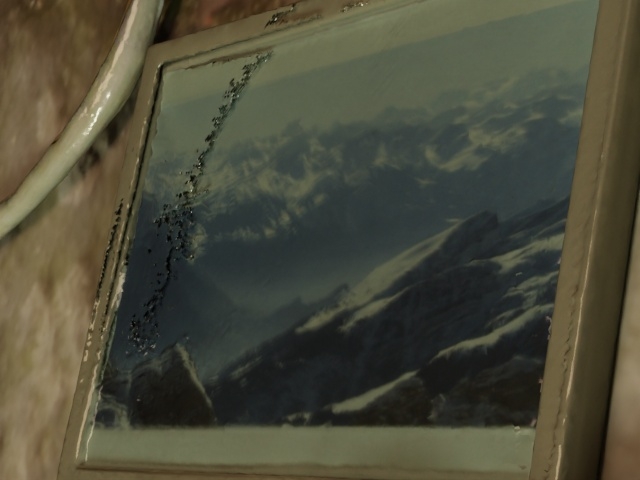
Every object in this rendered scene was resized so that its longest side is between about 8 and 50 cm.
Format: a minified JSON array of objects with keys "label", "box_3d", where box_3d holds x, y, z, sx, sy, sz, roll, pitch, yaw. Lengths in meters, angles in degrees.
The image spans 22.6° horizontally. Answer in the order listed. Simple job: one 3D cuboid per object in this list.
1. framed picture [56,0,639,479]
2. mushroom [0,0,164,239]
[{"label":"framed picture","box_3d":[0.000,0.000,0.696,0.335,0.022,0.247,-7,67,50]},{"label":"mushroom","box_3d":[-0.139,-0.077,0.899,0.306,0.043,0.068,-47,67,24]}]
